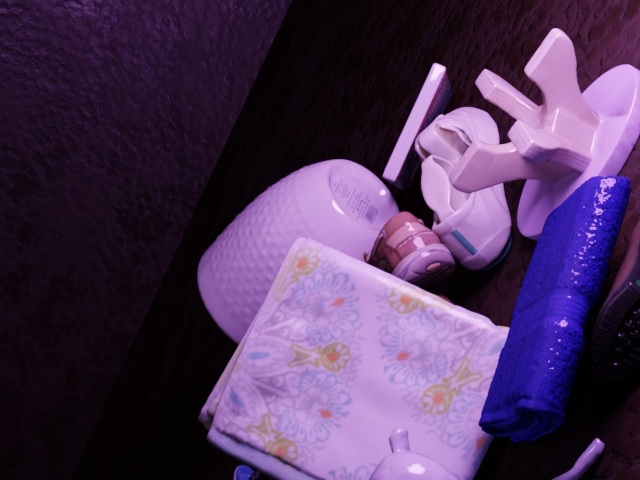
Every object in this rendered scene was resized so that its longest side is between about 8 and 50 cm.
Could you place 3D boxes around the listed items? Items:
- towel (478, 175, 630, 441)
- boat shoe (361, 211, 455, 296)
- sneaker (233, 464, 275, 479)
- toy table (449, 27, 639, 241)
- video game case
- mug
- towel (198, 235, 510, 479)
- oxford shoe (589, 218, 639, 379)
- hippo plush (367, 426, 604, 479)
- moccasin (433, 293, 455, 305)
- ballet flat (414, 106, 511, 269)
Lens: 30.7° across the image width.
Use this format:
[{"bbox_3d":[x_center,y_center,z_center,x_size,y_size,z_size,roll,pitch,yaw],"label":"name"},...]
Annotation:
[{"bbox_3d":[0.291,0.089,1.406,0.227,0.076,0.308,118,173,-74],"label":"towel"},{"bbox_3d":[0.121,0.055,1.796,0.116,0.123,0.324,62,158,19],"label":"boat shoe"},{"bbox_3d":[-0.118,0.451,2.172,0.084,0.058,0.152,-65,23,22],"label":"sneaker"},{"bbox_3d":[0.307,-0.142,1.588,0.274,0.161,0.252,-61,20,12],"label":"toy table"},{"bbox_3d":[0.171,-0.188,2.009,0.285,0.025,0.204,3,-69,-82],"label":"video game case"},{"bbox_3d":[0.000,0.000,2.132,0.328,0.276,0.374,-45,-2,35],"label":"mug"},{"bbox_3d":[0.055,0.200,1.570,0.320,0.374,0.090,-63,-20,-7],"label":"towel"},{"bbox_3d":[0.375,0.053,1.339,0.096,0.083,0.227,-38,-28,-81],"label":"oxford shoe"},{"bbox_3d":[0.148,0.353,1.320,0.294,0.237,0.234,-49,26,41],"label":"hippo plush"},{"bbox_3d":[0.114,0.253,1.660,0.139,0.147,0.380,-15,54,66],"label":"moccasin"},{"bbox_3d":[0.214,-0.116,1.839,0.139,0.139,0.400,-54,23,32],"label":"ballet flat"}]
